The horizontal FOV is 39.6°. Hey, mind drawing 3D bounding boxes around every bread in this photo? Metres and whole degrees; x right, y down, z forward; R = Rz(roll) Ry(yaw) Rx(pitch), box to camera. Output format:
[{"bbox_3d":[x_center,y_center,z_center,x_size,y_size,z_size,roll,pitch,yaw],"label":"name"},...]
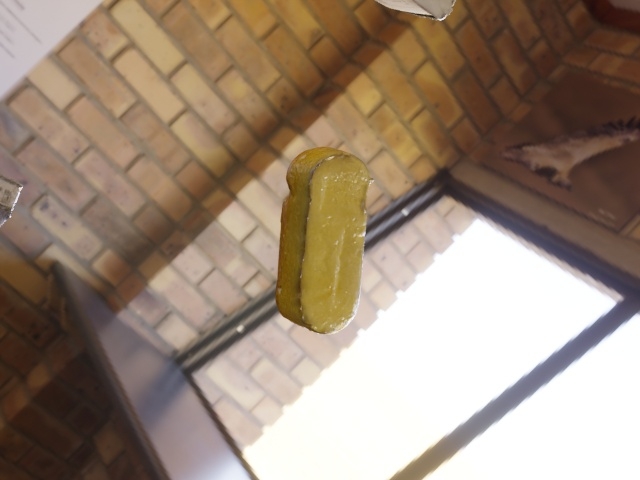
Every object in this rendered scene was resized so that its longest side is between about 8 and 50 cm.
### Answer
[{"bbox_3d":[0.000,0.000,1.168,0.102,0.245,0.094,-1,12,-27],"label":"bread"}]

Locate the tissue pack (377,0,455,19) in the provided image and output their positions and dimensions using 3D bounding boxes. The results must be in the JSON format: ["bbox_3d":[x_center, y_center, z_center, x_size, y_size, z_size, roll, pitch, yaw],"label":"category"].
[{"bbox_3d":[0.037,-0.282,0.731,0.185,0.124,0.225,32,11,-14],"label":"tissue pack"}]

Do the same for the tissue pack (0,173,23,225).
[{"bbox_3d":[-0.406,-0.056,0.936,0.156,0.051,0.112,25,-24,-24],"label":"tissue pack"}]
